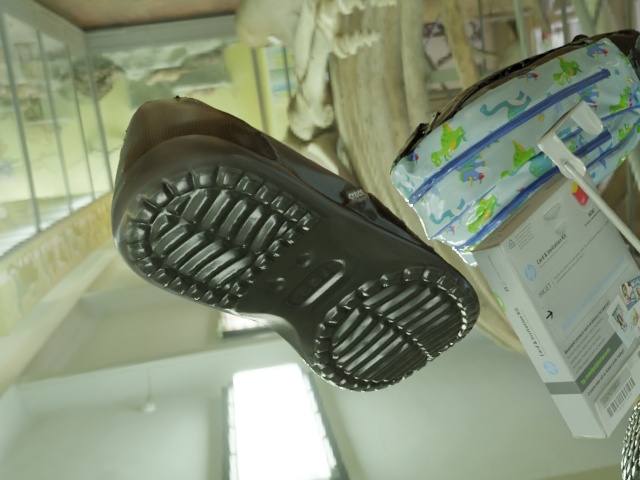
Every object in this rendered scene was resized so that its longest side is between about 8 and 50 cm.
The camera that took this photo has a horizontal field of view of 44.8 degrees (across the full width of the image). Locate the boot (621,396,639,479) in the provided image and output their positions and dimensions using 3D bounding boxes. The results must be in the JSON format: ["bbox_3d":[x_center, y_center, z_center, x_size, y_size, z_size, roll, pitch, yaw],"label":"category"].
[{"bbox_3d":[0.394,0.159,0.730,0.161,0.083,0.246,27,-127,18],"label":"boot"}]

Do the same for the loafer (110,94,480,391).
[{"bbox_3d":[0.000,0.000,0.565,0.133,0.130,0.366,-37,140,13],"label":"loafer"}]

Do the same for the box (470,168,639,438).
[{"bbox_3d":[0.222,0.050,0.665,0.145,0.186,0.038,-37,-169,-35],"label":"box"}]

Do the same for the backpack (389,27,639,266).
[{"bbox_3d":[0.268,-0.125,1.080,0.355,0.274,0.290,-12,168,-32],"label":"backpack"}]

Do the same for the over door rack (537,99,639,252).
[{"bbox_3d":[0.293,0.001,0.497,0.108,0.324,0.239,-26,170,-32],"label":"over door rack"}]
